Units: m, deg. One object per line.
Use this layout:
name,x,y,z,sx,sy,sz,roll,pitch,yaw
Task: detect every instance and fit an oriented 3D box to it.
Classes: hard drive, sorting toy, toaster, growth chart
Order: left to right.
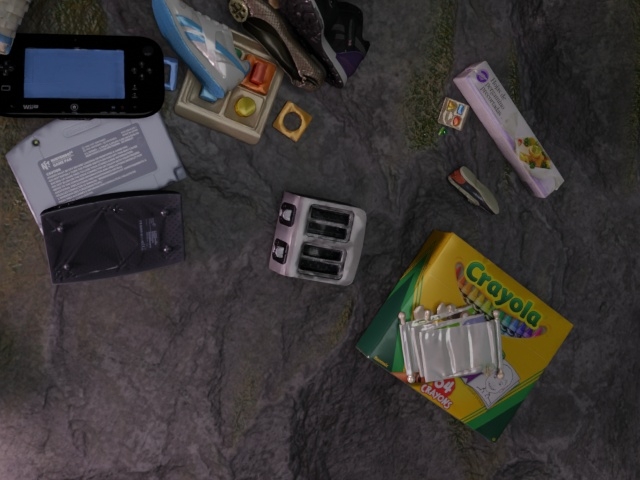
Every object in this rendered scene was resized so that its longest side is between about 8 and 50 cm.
hard drive,-0.388,-0.013,1.511,0.254,0.054,0.172,-10,124,-19
sorting toy,-0.169,-0.307,1.567,0.347,0.047,0.196,20,92,-16
toaster,0.000,0.000,1.618,0.185,0.110,0.168,11,95,-16
sorting toy,0.281,-0.257,1.709,0.062,0.012,0.083,18,92,-16
growth chart,0.274,0.211,1.652,0.237,0.021,0.172,-2,96,-14

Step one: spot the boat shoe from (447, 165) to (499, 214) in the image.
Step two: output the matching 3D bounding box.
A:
boat shoe,0.332,-0.102,1.728,0.137,0.049,0.043,43,128,-18

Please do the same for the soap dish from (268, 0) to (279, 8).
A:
soap dish,0.010,-0.584,1.542,0.290,0.118,0.229,-15,101,-13

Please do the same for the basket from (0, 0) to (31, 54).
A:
basket,-0.592,-0.476,1.326,0.254,0.201,0.289,15,99,-54

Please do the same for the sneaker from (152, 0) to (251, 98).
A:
sneaker,-0.225,-0.381,1.492,0.092,0.087,0.229,-42,106,-20

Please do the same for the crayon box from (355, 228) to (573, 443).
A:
crayon box,0.312,0.206,1.727,0.363,0.106,0.313,36,87,-16

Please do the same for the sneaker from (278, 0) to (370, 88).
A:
sneaker,0.015,-0.426,1.523,0.124,0.107,0.283,-49,150,-10

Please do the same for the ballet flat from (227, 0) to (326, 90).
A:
ballet flat,-0.088,-0.378,1.535,0.250,0.084,0.058,44,64,-22

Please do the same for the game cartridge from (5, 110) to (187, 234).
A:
game cartridge,-0.425,-0.154,1.518,0.294,0.060,0.196,-23,106,-11

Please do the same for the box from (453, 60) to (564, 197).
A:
box,0.405,-0.234,1.717,0.063,0.067,0.324,-40,104,-8

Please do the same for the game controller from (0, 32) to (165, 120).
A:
game controller,-0.446,-0.298,1.460,0.319,0.067,0.167,-2,64,-11
